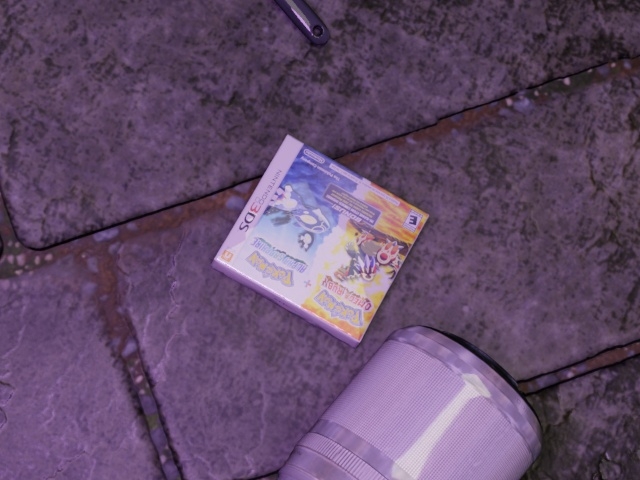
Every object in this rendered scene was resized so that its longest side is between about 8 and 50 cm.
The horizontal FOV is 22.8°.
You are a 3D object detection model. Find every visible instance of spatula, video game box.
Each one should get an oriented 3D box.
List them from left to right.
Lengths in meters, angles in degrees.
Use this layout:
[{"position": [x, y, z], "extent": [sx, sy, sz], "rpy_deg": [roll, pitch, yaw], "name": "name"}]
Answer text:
[{"position": [-0.094, -0.359, 2.010], "extent": [0.084, 0.030, 0.296], "rpy_deg": [-41, 85, -15], "name": "spatula"}, {"position": [0.000, 0.000, 1.924], "extent": [0.205, 0.048, 0.187], "rpy_deg": [29, 76, 0], "name": "video game box"}]

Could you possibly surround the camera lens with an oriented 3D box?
[{"position": [0.099, 0.250, 1.784], "extent": [0.219, 0.219, 0.274], "rpy_deg": [41, 74, 3], "name": "camera lens"}]
